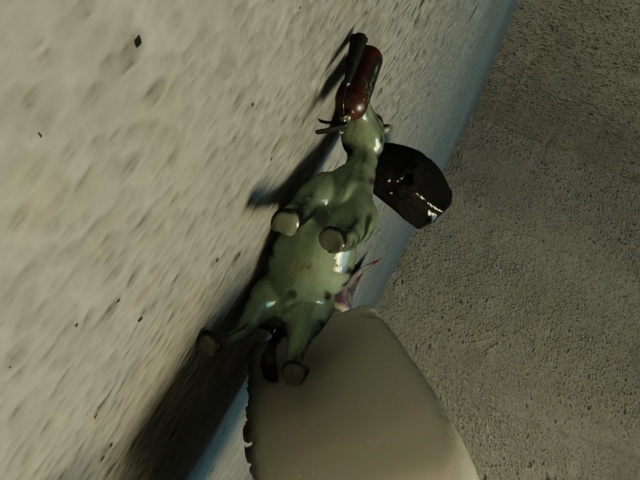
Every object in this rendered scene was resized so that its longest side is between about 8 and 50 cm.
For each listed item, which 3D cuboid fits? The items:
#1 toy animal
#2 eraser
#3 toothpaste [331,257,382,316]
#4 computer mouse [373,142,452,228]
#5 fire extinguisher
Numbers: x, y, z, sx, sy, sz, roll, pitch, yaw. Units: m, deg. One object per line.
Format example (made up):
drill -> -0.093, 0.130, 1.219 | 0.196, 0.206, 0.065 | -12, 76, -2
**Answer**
toy animal -> 0.000, -0.004, 0.474 | 0.255, 0.089, 0.170 | -62, 173, 0
eraser -> 0.033, 0.194, 0.550 | 0.150, 0.331, 0.331 | -21, 162, -5
toothpaste -> 0.061, 0.100, 1.142 | 0.301, 0.048, 0.075 | -46, 155, -67
computer mouse -> 0.115, -0.079, 0.778 | 0.073, 0.122, 0.217 | -55, 175, 16
fire extinguisher -> 0.027, -0.121, 0.451 | 0.046, 0.032, 0.100 | 113, -3, -52
